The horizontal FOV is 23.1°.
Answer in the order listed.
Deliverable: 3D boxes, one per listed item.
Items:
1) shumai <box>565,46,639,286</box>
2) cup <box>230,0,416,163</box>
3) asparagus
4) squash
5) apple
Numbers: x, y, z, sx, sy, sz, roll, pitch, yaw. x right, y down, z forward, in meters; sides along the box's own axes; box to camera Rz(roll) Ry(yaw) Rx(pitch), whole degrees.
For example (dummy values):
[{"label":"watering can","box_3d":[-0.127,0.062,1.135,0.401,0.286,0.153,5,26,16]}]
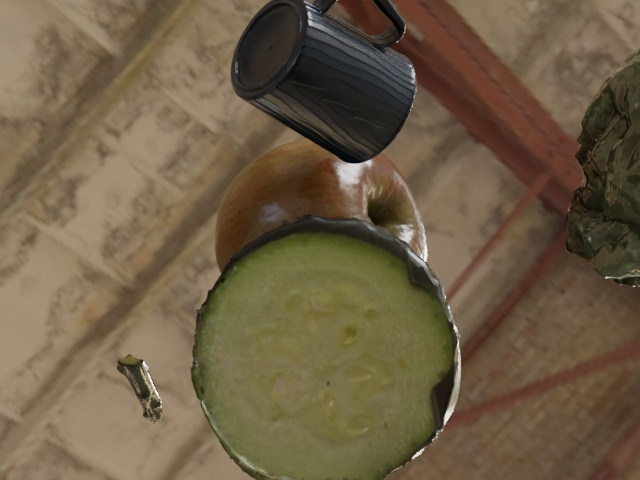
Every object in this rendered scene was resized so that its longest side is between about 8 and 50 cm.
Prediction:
[{"label":"shumai","box_3d":[0.271,-0.053,1.040,0.304,0.263,0.309,24,-111,-49]},{"label":"cup","box_3d":[0.006,-0.166,1.449,0.138,0.113,0.150,27,-103,-37]},{"label":"asparagus","box_3d":[-0.172,0.142,1.501,0.021,0.025,0.108,-58,-29,-30]},{"label":"squash","box_3d":[0.005,0.094,1.252,0.220,0.220,0.133,-44,-7,-3]},{"label":"apple","box_3d":[0.000,0.000,1.588,0.188,0.211,0.211,-25,-35,32]}]
